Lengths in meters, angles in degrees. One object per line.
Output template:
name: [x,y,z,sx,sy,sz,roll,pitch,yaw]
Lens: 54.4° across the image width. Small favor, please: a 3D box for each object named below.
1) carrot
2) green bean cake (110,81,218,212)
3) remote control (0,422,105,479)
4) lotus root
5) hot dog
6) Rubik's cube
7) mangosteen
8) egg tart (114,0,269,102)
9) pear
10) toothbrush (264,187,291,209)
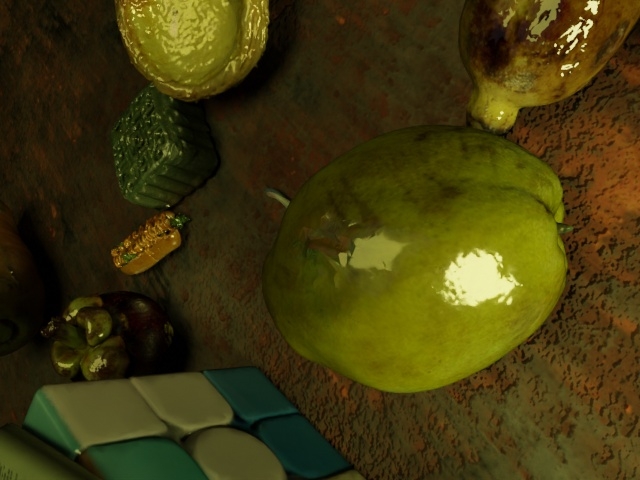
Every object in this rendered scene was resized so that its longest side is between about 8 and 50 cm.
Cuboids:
carrot: [-0.714,0.075,1.312,0.224,0.224,0.340,-54,51,21]
green bean cake: [-0.275,-0.162,1.060,0.173,0.094,0.181,-32,65,33]
remote control: [-0.241,0.250,0.576,0.309,0.038,0.090,6,85,39]
lotus root: [0.232,-0.243,0.624,0.169,0.141,0.314,37,109,40]
hot dog: [-0.303,0.006,1.088,0.188,0.055,0.072,-32,64,33]
Rubik's cube: [-0.164,0.391,0.741,0.346,0.347,0.344,37,109,35]
mangosteen: [-0.346,0.169,1.002,0.192,0.217,0.192,-11,72,35]
egg tart: [-0.189,-0.362,0.972,0.294,0.123,0.294,7,106,25]
pear: [0.092,0.018,0.646,0.321,0.269,0.269,-16,75,23]
toothbrush: [0.000,0.000,0.863,0.027,0.021,0.269,-51,56,8]
